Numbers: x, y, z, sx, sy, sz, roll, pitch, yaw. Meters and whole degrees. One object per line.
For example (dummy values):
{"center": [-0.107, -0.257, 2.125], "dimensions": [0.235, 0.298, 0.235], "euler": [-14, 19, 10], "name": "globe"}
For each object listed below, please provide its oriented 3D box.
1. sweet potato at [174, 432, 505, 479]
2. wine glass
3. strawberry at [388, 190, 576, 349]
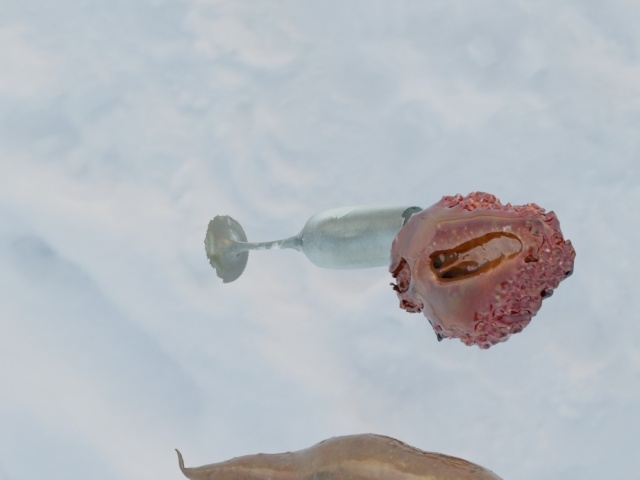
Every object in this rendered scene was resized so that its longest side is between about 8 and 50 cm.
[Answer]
{"center": [0.016, 0.123, 0.806], "dimensions": [0.195, 0.056, 0.056], "euler": [5, 105, 19], "name": "sweet potato"}
{"center": [0.000, 0.000, 1.553], "dimensions": [0.262, 0.074, 0.074], "euler": [-5, 101, 41], "name": "wine glass"}
{"center": [0.095, 0.016, 1.020], "dimensions": [0.152, 0.048, 0.103], "euler": [-32, 68, 52], "name": "strawberry"}
